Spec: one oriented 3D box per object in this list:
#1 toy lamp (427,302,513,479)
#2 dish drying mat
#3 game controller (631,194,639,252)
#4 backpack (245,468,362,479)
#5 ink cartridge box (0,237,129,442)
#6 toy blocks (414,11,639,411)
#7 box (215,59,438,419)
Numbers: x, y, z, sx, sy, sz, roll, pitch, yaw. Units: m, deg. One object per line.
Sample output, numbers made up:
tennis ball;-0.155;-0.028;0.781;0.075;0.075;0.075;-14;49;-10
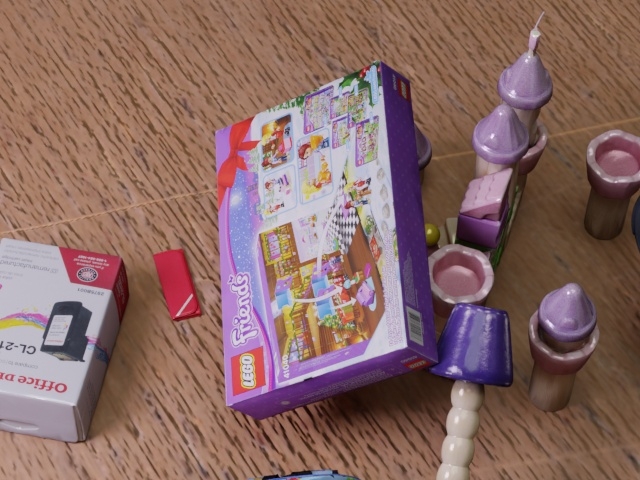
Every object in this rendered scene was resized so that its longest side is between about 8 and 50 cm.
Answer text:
toy lamp;0.118;0.193;1.563;0.080;0.080;0.275;11;88;7
dish drying mat;-0.145;0.044;1.788;0.032;0.008;0.083;-14;56;-9
game controller;0.407;0.079;1.631;0.166;0.067;0.319;-21;86;20
backpack;-0.021;0.274;1.527;0.158;0.173;0.117;-5;55;-5
ink cartridge box;-0.269;0.096;1.711;0.127;0.072;0.175;9;55;5
toy blocks;0.145;-0.037;1.695;0.309;0.260;0.288;16;57;10
box;0.000;0.000;1.635;0.201;0.057;0.293;-20;60;30
